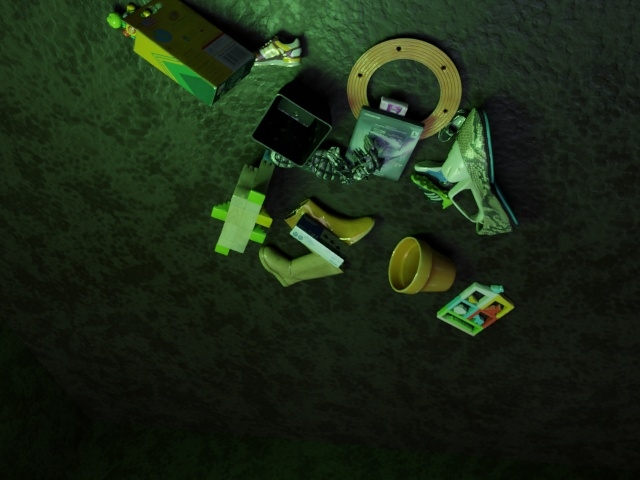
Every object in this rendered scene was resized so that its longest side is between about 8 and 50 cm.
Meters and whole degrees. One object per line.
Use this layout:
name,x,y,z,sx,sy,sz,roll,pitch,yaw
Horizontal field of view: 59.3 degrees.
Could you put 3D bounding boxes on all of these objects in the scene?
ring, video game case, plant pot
ring,0.246,-0.441,1.669,0.336,0.032,0.337,7,134,7
video game case,0.192,-0.300,1.778,0.195,0.026,0.274,17,148,-2
plant pot,-0.076,-0.375,1.718,0.188,0.167,0.187,29,133,-15
plant pot,0.383,0.107,2.065,0.187,0.205,0.205,15,137,-23

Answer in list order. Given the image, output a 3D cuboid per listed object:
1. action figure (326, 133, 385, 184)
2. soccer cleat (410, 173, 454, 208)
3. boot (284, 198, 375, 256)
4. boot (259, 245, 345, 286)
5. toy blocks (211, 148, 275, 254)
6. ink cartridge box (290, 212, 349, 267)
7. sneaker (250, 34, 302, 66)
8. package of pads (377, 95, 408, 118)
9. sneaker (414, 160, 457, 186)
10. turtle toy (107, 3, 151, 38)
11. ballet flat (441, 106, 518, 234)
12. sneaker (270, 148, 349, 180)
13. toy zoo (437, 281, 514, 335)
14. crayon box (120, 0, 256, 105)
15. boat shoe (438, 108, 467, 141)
action figure,0.113,-0.248,1.741,0.164,0.275,0.141,-22,91,9
soccer cleat,0.368,-0.161,1.891,0.178,0.060,0.072,27,135,-16
boot,0.028,-0.072,2.037,0.295,0.104,0.211,-26,115,27
boot,-0.073,0.073,2.218,0.269,0.089,0.236,-17,135,26
toy blocks,-0.247,-0.147,1.936,0.190,0.261,0.381,20,142,-8
ink cartridge box,0.000,0.000,1.981,0.207,0.097,0.046,36,123,-5
sneaker,-0.143,-0.556,1.639,0.185,0.070,0.084,4,118,9
package of pads,0.215,-0.395,1.676,0.083,0.032,0.050,17,140,-1
sneaker,0.383,-0.213,1.835,0.152,0.058,0.085,0,125,6
turtle toy,-0.558,-0.637,1.656,0.130,0.066,0.095,19,135,-4
ballet flat,0.482,-0.182,1.758,0.181,0.164,0.483,-18,131,17
sneaker,-0.034,-0.275,1.858,0.267,0.106,0.101,16,110,-12
toy zoo,0.633,0.268,2.258,0.192,0.030,0.293,28,134,-13
crayon box,-0.368,-0.539,1.572,0.318,0.202,0.081,37,143,0
boat shoe,0.403,-0.344,1.717,0.046,0.038,0.125,29,133,-14
